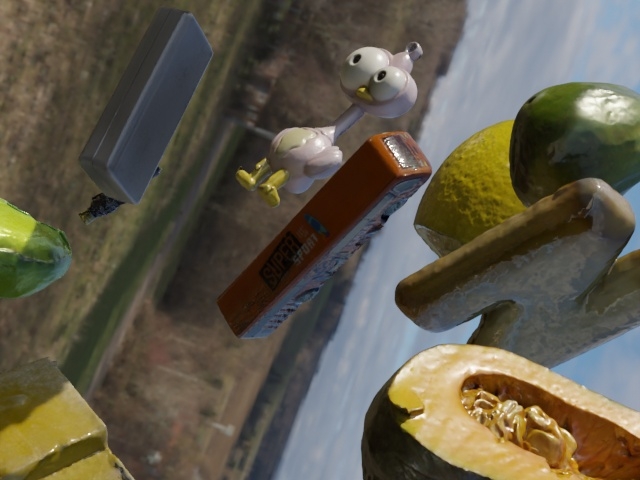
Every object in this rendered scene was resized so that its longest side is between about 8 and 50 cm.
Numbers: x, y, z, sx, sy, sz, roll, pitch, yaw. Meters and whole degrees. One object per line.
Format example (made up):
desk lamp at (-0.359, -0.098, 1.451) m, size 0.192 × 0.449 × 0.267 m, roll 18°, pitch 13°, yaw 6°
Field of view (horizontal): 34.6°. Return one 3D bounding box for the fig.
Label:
fig at (0.323, -0.123, 1.237) m, size 0.233 × 0.167 × 0.167 m, roll -33°, pitch 159°, yaw -26°

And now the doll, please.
doll at (0.030, -0.192, 1.655) m, size 0.365 × 0.094 × 0.160 m, roll -45°, pitch -142°, yaw -8°

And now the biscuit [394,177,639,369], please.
biscuit at (0.258, 0.060, 1.190) m, size 0.291 × 0.237 × 0.062 m, roll -30°, pitch -142°, yaw 29°

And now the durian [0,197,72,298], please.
durian at (-0.424, 0.006, 1.302) m, size 0.250 × 0.139 × 0.101 m, roll 16°, pitch 117°, yaw -48°

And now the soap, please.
soap at (-0.407, 0.325, 1.213) m, size 0.339 × 0.304 × 0.169 m, roll -21°, pitch 133°, yaw -33°

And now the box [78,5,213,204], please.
box at (-0.216, -0.171, 1.293) m, size 0.243 × 0.055 × 0.103 m, roll -67°, pitch 157°, yaw -20°

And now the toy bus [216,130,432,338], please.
toy bus at (0.000, 0.000, 1.528) m, size 0.092 × 0.093 × 0.409 m, roll -1°, pitch 141°, yaw -52°

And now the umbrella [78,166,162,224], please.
umbrella at (-0.304, -0.074, 1.559) m, size 0.144 × 0.040 × 0.037 m, roll -38°, pitch -139°, yaw 6°

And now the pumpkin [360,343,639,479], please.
pumpkin at (0.175, 0.222, 0.877) m, size 0.222 × 0.317 × 0.139 m, roll -35°, pitch 147°, yaw -48°

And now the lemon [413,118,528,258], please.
lemon at (0.364, -0.059, 1.814) m, size 0.364 × 0.364 × 0.364 m, roll 19°, pitch 90°, yaw -88°
